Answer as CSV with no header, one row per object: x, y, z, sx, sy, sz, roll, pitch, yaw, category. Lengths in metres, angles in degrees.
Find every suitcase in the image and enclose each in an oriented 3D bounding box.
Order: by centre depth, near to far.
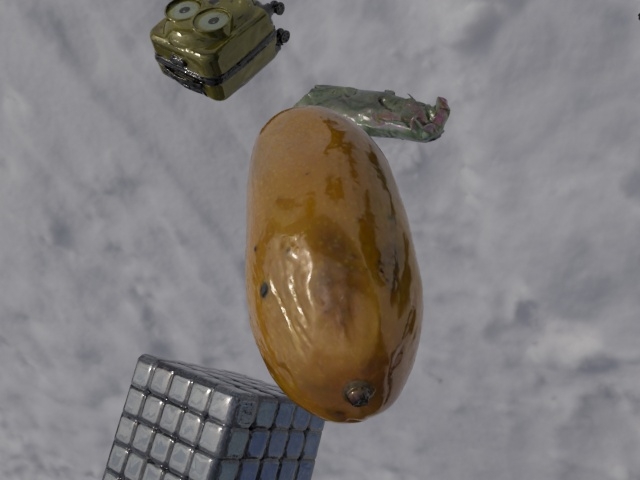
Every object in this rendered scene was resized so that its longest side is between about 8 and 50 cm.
-0.203,-0.402,1.396,0.193,0.235,0.143,29,152,26,suitcase

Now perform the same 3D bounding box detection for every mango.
0.001,-0.004,0.634,0.143,0.359,0.187,3,138,-16,mango

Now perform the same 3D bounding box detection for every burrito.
0.078,-0.213,1.195,0.309,0.096,0.066,16,140,40,burrito

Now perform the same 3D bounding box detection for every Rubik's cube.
-0.163,0.325,1.114,0.238,0.237,0.237,9,172,39,Rubik's cube

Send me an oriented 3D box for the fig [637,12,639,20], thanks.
0.441,-0.266,0.829,0.103,0.154,0.109,107,143,-78,fig
